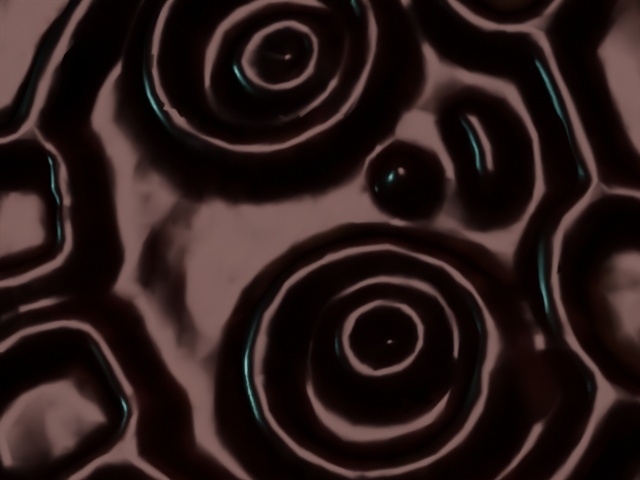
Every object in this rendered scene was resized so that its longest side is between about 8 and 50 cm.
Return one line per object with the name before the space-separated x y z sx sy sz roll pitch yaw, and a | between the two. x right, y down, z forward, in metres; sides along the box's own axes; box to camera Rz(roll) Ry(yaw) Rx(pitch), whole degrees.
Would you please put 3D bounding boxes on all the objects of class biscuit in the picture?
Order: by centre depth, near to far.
biscuit | 0.000 0.000 0.623 0.407 0.091 0.407 -2 75 8
